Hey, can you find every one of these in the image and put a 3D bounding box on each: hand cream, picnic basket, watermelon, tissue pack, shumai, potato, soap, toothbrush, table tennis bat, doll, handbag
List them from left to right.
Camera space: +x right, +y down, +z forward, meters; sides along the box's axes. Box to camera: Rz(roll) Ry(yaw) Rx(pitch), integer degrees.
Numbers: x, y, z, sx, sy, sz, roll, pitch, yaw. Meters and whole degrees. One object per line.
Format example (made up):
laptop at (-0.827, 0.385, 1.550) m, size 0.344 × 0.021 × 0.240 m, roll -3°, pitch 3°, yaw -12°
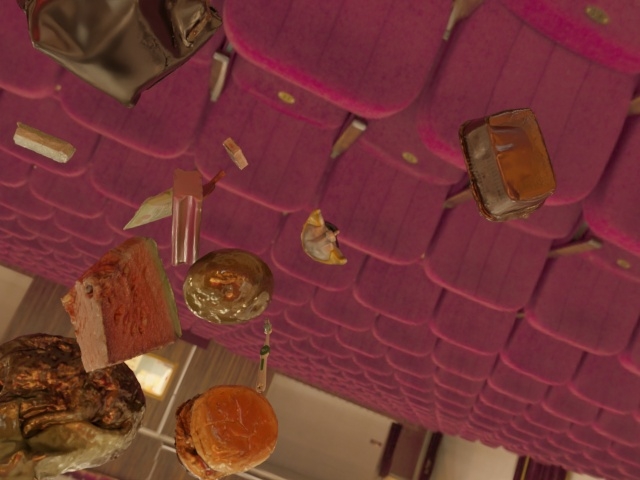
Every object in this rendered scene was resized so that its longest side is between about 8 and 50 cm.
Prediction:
shumai at (-0.617, 0.422, 1.162) m, size 0.395 × 0.395 × 0.348 m, roll 25°, pitch -160°, yaw -10°
watermelon at (-0.307, 0.109, 0.789) m, size 0.139 × 0.193 × 0.257 m, roll -19°, pitch -171°, yaw -1°
handbag at (-0.355, -0.417, 1.003) m, size 0.287 × 0.152 × 0.342 m, roll -26°, pitch 171°, yaw 6°
hand cream at (-0.531, -0.120, 1.807) m, size 0.147 × 0.306 × 0.093 m, roll -39°, pitch 91°, yaw 31°
soap at (-0.310, -0.051, 1.226) m, size 0.065 × 0.122 × 0.203 m, roll 1°, pitch 128°, yaw -16°
table tennis bat at (-0.331, -0.152, 1.534) m, size 0.098 × 0.155 × 0.019 m, roll 3°, pitch 134°, yaw 47°
potato at (-0.197, 0.105, 1.176) m, size 0.177 × 0.160 × 0.235 m, roll -13°, pitch 151°, yaw 20°
tissue pack at (-0.250, -0.256, 1.560) m, size 0.063 × 0.035 × 0.083 m, roll 49°, pitch 172°, yaw 26°
toothbrush at (-0.150, 0.308, 1.441) m, size 0.030 × 0.030 × 0.304 m, roll 25°, pitch -157°, yaw -14°
doll at (-0.003, -0.004, 1.441) m, size 0.103 × 0.146 × 0.316 m, roll -3°, pitch 178°, yaw -7°
picnic basket at (0.505, -0.208, 1.394) m, size 0.222 × 0.297 × 0.129 m, roll -14°, pitch 175°, yaw -9°

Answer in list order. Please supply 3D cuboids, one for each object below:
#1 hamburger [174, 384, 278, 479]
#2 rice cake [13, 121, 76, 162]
hamburger at (-0.241, 0.484, 1.357) m, size 0.244 × 0.244 × 0.163 m, roll 30°, pitch 138°, yaw -30°
rice cake at (-0.985, -0.344, 1.886) m, size 0.206 × 0.069 × 0.063 m, roll 21°, pitch 137°, yaw -13°
